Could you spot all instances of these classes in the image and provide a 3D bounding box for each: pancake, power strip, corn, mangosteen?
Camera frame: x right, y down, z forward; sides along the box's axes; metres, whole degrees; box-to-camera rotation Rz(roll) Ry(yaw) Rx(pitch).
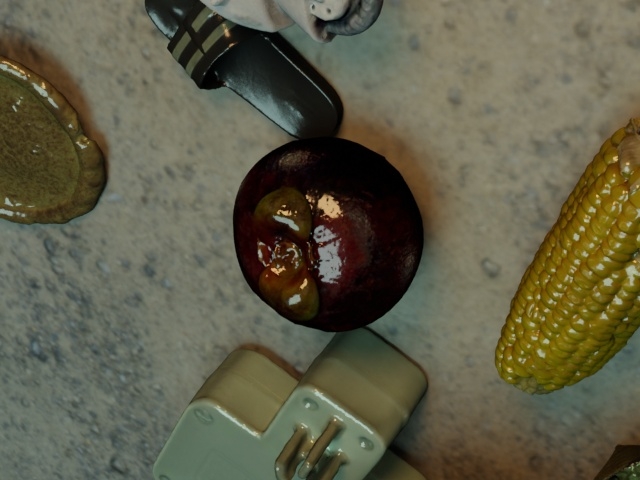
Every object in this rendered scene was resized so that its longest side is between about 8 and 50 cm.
[{"bbox_3d":[-0.276,-0.084,1.112,0.199,0.021,0.199,14,137,13],"label":"pancake"},{"bbox_3d":[-0.019,0.204,1.101,0.229,0.141,0.261,36,135,3],"label":"power strip"},{"bbox_3d":[0.196,0.017,0.866,0.097,0.097,0.262,31,133,9],"label":"corn"},{"bbox_3d":[0.000,0.000,0.937,0.152,0.152,0.152,16,128,21],"label":"mangosteen"}]

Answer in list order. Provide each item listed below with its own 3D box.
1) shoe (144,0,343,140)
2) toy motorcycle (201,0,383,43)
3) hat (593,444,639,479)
[{"bbox_3d":[-0.064,-0.133,0.949,0.179,0.049,0.071,40,132,1],"label":"shoe"},{"bbox_3d":[-0.060,-0.241,0.841,0.171,0.110,0.260,-16,107,50],"label":"toy motorcycle"},{"bbox_3d":[0.243,0.184,0.980,0.146,0.067,0.146,-10,133,-11],"label":"hat"}]
